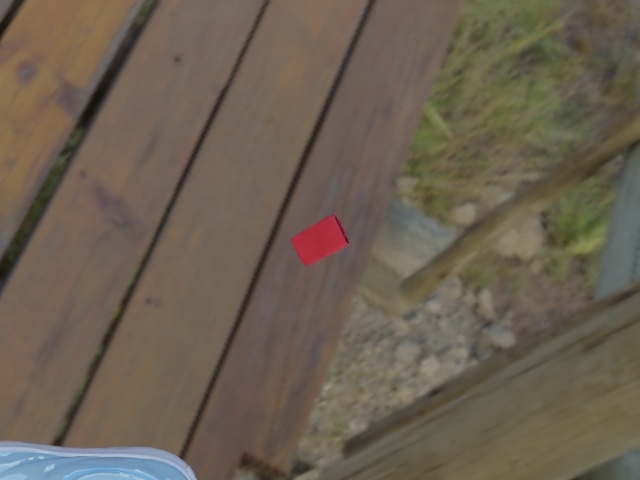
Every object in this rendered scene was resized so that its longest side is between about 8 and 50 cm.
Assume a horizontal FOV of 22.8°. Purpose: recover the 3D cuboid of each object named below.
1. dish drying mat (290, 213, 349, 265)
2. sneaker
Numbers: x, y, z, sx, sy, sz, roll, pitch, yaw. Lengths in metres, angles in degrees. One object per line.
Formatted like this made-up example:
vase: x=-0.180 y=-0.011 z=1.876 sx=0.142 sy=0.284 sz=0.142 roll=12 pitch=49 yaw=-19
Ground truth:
dish drying mat: x=0.000 y=0.000 z=1.466 sx=0.008 sy=0.083 sz=0.032 roll=-23 pitch=87 yaw=-33
sneaker: x=-0.320 y=0.301 z=1.773 sx=0.365 sy=0.150 sz=0.135 roll=-7 pitch=99 yaw=-4
